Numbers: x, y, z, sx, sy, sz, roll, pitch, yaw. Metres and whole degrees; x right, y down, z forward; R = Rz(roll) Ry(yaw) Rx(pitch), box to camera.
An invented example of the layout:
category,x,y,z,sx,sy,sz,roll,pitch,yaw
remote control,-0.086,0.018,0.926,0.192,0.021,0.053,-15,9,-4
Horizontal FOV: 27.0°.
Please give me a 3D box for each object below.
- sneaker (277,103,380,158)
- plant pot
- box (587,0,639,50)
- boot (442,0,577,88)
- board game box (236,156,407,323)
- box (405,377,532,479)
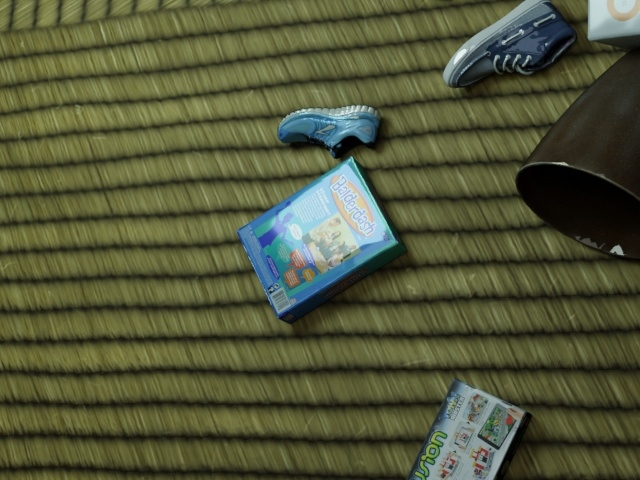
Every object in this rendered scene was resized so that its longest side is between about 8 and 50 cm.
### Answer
category,x,y,z,sx,sy,sz,roll,pitch,yaw
sneaker,0.009,-0.158,1.988,0.162,0.063,0.073,-4,77,23
plant pot,0.402,-0.130,1.747,0.215,0.215,0.230,21,70,27
box,0.526,-0.361,1.669,0.345,0.168,0.215,1,90,40
boot,0.269,-0.264,1.900,0.190,0.069,0.086,-39,61,7
board game box,0.000,0.000,1.954,0.210,0.047,0.160,-32,65,13
box,0.188,0.301,1.792,0.114,0.036,0.207,24,86,27
